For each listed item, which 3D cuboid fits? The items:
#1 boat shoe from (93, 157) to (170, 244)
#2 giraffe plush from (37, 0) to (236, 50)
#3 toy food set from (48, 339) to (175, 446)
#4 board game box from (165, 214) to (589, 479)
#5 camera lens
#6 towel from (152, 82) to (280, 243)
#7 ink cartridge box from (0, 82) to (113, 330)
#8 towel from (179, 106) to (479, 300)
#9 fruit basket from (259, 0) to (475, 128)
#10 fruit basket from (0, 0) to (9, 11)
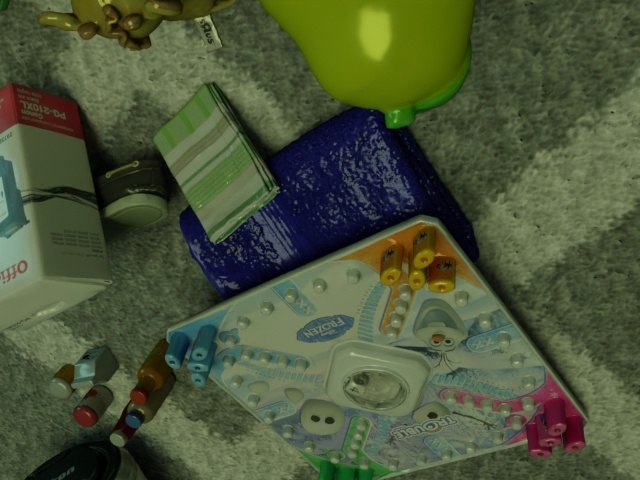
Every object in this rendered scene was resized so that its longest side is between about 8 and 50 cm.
[{"bbox_3d":[-0.276,-0.041,0.915,0.228,0.068,0.081,-15,158,33],"label":"boat shoe"},{"bbox_3d":[-0.185,-0.254,0.699,0.181,0.170,0.210,-30,107,29],"label":"giraffe plush"},{"bbox_3d":[-0.304,0.227,1.055,0.232,0.104,0.111,-13,115,23],"label":"toy food set"},{"bbox_3d":[0.067,0.182,0.896,0.390,0.050,0.390,-25,122,29],"label":"board game box"},{"bbox_3d":[-0.346,0.472,1.143,0.219,0.219,0.274,-14,115,23],"label":"camera lens"},{"bbox_3d":[-0.124,-0.086,0.829,0.113,0.023,0.152,-37,79,26],"label":"towel"},{"bbox_3d":[-0.354,-0.032,0.851,0.172,0.100,0.237,-25,72,28],"label":"ink cartridge box"},{"bbox_3d":[0.000,0.000,0.848,0.308,0.076,0.227,-28,109,28],"label":"towel"},{"bbox_3d":[0.023,-0.279,0.470,0.392,0.392,0.283,44,101,-11],"label":"fruit basket"},{"bbox_3d":[-0.452,-0.240,0.703,0.353,0.327,0.165,-41,80,29],"label":"fruit basket"}]
